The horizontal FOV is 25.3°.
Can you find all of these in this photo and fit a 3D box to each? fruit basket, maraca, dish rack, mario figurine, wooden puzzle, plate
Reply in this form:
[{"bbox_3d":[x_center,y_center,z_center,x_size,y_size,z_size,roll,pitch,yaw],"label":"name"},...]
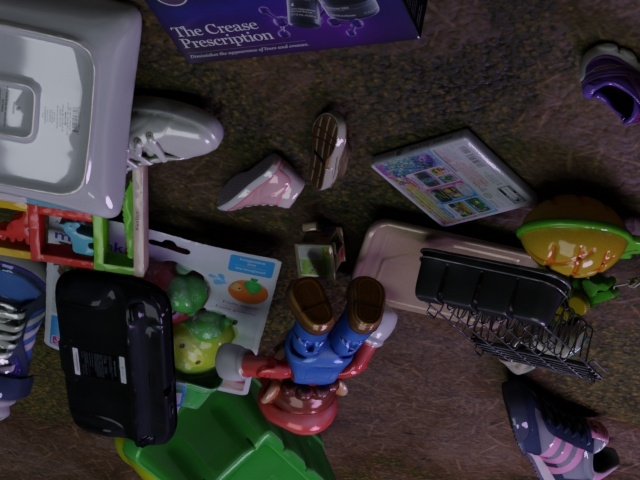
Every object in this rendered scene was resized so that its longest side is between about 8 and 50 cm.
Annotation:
[{"bbox_3d":[-0.184,0.344,2.419,0.392,0.283,0.392,47,177,3],"label":"fruit basket"},{"bbox_3d":[-0.240,0.106,2.052,0.327,0.165,0.353,13,147,-3],"label":"fruit basket"},{"bbox_3d":[0.325,-0.002,1.735,0.185,0.099,0.127,12,167,-30],"label":"maraca"},{"bbox_3d":[0.256,0.106,1.853,0.208,0.074,0.271,13,163,36],"label":"dish rack"},{"bbox_3d":[-0.021,0.136,1.969,0.198,0.170,0.320,30,143,3],"label":"mario figurine"},{"bbox_3d":[0.164,0.042,1.925,0.238,0.044,0.221,9,150,-4],"label":"wooden puzzle"},{"bbox_3d":[-0.353,-0.160,1.623,0.278,0.045,0.277,12,120,1],"label":"plate"}]

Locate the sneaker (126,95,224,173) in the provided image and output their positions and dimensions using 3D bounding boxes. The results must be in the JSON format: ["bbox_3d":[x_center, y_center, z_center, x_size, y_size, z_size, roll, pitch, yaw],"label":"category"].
[{"bbox_3d":[-0.259,-0.102,1.736,0.290,0.123,0.106,0,151,19],"label":"sneaker"}]

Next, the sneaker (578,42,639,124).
[{"bbox_3d":[0.345,-0.144,1.506,0.169,0.071,0.068,18,150,-13],"label":"sneaker"}]

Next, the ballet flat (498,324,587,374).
[{"bbox_3d":[0.314,0.154,2.048,0.052,0.057,0.168,33,145,-16],"label":"ballet flat"}]

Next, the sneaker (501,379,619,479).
[{"bbox_3d":[0.378,0.295,2.241,0.131,0.112,0.319,-19,145,15],"label":"sneaker"}]

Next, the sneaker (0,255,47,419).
[{"bbox_3d":[-0.500,0.170,2.173,0.130,0.236,0.323,15,150,-6],"label":"sneaker"}]

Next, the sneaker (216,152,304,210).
[{"bbox_3d":[-0.073,-0.059,1.818,0.070,0.051,0.134,34,139,-25],"label":"sneaker"}]

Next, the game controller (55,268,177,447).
[{"bbox_3d":[-0.288,0.170,2.014,0.166,0.067,0.319,16,132,15],"label":"game controller"}]

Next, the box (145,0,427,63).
[{"bbox_3d":[-0.045,-0.276,1.391,0.261,0.103,0.184,-3,145,24],"label":"box"}]

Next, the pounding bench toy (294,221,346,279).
[{"bbox_3d":[0.000,0.000,1.891,0.052,0.065,0.083,2,118,17],"label":"pounding bench toy"}]

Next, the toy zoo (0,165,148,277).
[{"bbox_3d":[-0.372,-0.055,1.878,0.293,0.030,0.192,8,127,6],"label":"toy zoo"}]

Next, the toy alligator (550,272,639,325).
[{"bbox_3d":[0.354,0.063,1.884,0.051,0.056,0.189,58,142,3],"label":"toy alligator"}]

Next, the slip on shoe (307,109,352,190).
[{"bbox_3d":[0.018,-0.112,1.711,0.041,0.051,0.135,-22,149,-23],"label":"slip on shoe"}]

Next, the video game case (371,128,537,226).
[{"bbox_3d":[0.164,-0.074,1.743,0.143,0.019,0.157,-15,142,38],"label":"video game case"}]
